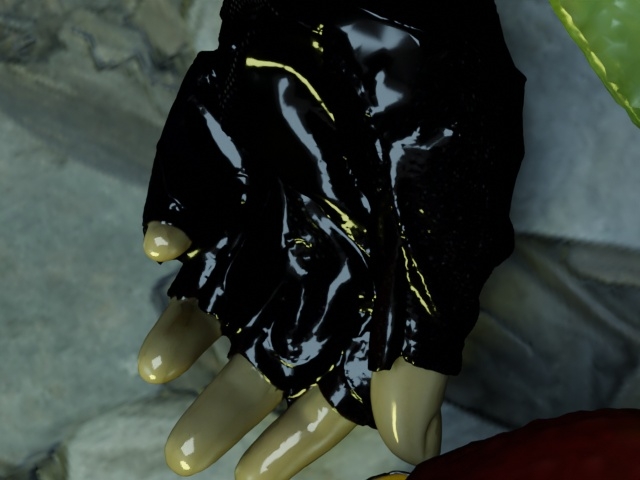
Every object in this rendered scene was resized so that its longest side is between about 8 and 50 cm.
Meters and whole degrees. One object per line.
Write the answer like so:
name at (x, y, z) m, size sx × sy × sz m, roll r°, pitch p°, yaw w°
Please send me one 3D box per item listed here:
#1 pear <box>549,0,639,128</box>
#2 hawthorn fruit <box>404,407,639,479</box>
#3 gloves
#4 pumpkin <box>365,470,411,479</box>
pear at (0.237, -0.091, 0.594) m, size 0.288 × 0.139 × 0.239 m, roll -21°, pitch 100°, yaw 25°
hawthorn fruit at (0.064, 0.195, 0.594) m, size 0.307 × 0.265 × 0.265 m, roll -24°, pitch 84°, yaw 26°
gloves at (0.000, 0.000, 0.684) m, size 0.164 × 0.124 × 0.203 m, roll 40°, pitch 125°, yaw 34°
pumpkin at (0.037, 0.125, 0.717) m, size 0.050 × 0.028 × 0.083 m, roll 2°, pitch 101°, yaw 20°
